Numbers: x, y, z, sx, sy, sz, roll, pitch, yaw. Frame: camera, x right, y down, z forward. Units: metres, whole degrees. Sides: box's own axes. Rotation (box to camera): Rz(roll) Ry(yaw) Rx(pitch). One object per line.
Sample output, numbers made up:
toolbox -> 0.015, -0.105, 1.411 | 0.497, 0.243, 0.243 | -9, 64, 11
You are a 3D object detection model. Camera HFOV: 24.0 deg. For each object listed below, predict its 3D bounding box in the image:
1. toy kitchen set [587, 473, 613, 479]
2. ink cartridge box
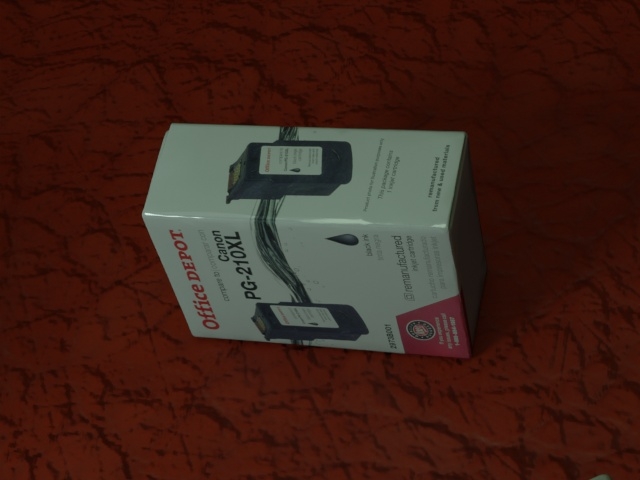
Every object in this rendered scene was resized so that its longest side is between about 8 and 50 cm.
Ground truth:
toy kitchen set -> 0.139, 0.283, 0.978 | 0.207, 0.122, 0.166 | -28, 49, 16
ink cartridge box -> 0.000, 0.000, 1.173 | 0.237, 0.172, 0.100 | 3, 53, 15
